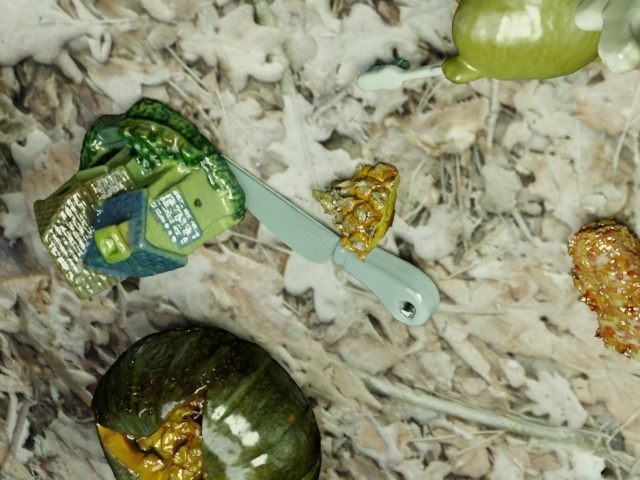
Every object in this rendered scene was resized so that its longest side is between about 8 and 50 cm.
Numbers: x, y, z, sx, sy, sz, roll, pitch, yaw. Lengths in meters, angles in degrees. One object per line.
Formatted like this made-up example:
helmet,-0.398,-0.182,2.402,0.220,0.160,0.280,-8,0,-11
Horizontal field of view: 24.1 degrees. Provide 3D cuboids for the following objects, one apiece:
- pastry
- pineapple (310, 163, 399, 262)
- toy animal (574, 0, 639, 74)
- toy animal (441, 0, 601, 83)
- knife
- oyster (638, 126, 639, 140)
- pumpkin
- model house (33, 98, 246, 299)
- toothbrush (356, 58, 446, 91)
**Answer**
pastry,0.325,0.047,1.604,0.087,0.063,0.169,3,128,43
pineapple,0.042,-0.042,1.734,0.114,0.077,0.114,24,98,32
toy animal,0.389,-0.237,1.266,0.188,0.307,0.266,27,-174,-40
toy animal,0.180,-0.322,1.359,0.180,0.181,0.363,4,125,21
knife,0.000,0.002,1.805,0.331,0.044,0.080,33,141,18
oyster,0.352,-0.080,1.521,0.081,0.038,0.083,43,161,14
pumpkin,-0.146,0.257,1.972,0.320,0.192,0.320,19,130,25
model house,-0.236,-0.040,1.819,0.214,0.189,0.195,-8,118,41
toothbrush,0.199,-0.193,1.526,0.386,0.040,0.040,-7,117,36
